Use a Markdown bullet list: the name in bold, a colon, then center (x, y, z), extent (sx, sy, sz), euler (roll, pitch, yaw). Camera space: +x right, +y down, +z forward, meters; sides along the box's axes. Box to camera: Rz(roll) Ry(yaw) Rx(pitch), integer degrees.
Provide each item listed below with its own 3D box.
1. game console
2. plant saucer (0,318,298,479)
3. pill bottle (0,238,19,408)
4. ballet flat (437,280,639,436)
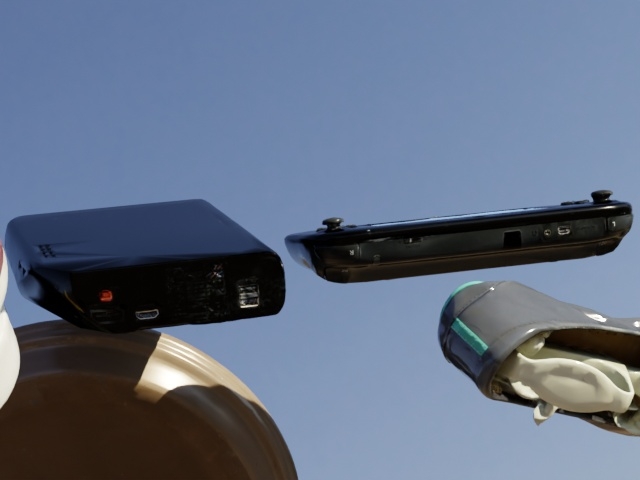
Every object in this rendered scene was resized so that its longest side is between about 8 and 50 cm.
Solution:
- **game console**: center (0.000, 0.000, 1.165), extent (0.361, 0.044, 0.213), euler (-5, 10, -14)
- **plant saucer**: center (-0.151, 0.183, 1.274), extent (0.278, 0.278, 0.041), euler (-31, 19, 13)
- **pill bottle**: center (-0.213, -0.006, 0.898), extent (0.121, 0.121, 0.221), euler (-22, -44, -11)
- **ballet flat**: center (0.153, 0.072, 1.010), extent (0.203, 0.074, 0.074), euler (16, -40, -28)
